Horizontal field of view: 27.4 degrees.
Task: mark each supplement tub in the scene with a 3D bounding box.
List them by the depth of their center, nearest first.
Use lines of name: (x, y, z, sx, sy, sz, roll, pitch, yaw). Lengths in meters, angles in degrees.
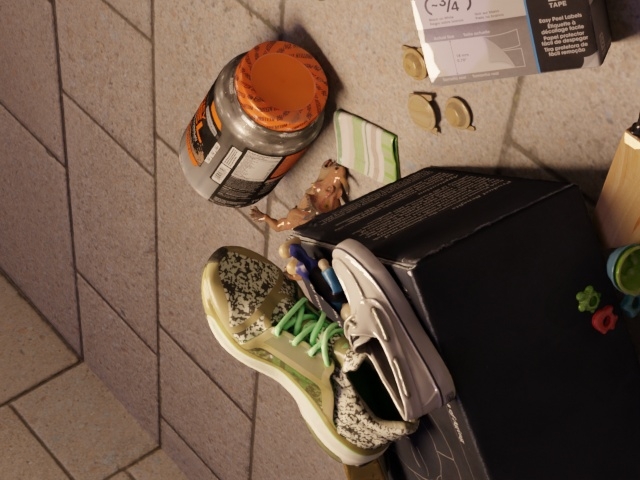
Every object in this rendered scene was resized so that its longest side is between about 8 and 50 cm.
supplement tub: (-0.121, -0.211, 2.396, 0.207, 0.207, 0.338, 56, 149, 7)

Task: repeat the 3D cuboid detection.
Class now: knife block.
knife block: (0.440, -0.117, 1.739, 0.275, 0.088, 0.242, -4, 111, 58)

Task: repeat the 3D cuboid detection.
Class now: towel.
towel: (0.080, -0.159, 2.318, 0.152, 0.023, 0.113, 29, 139, 42)

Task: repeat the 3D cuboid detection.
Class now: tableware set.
tableware set: (0.180, -0.241, 2.097, 0.141, 0.020, 0.169, 20, 133, 51)

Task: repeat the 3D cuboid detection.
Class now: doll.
doll: (0.011, 0.070, 1.956, 0.189, 0.046, 0.129, 42, 162, 45)

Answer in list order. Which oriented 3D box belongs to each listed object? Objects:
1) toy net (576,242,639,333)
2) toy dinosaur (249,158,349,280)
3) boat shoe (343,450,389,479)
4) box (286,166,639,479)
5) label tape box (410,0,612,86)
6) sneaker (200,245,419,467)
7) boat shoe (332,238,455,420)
toy net: (0.448, 0.097, 1.813, 0.232, 0.122, 0.045, 37, 172, -36)
toy dinosaur: (0.000, 0.000, 2.488, 0.200, 0.127, 0.296, 9, 128, 46)
boat shoe: (0.062, 0.319, 2.108, 0.073, 0.080, 0.224, -80, -25, -63)
box: (0.230, 0.165, 2.016, 0.480, 0.297, 0.471, 69, 163, -14)
label tape box: (0.229, -0.383, 1.717, 0.240, 0.106, 0.334, -4, 116, 26)
sneaker: (0.003, 0.151, 1.909, 0.410, 0.158, 0.182, 46, 145, -14)
boat shoe: (0.077, 0.121, 1.775, 0.268, 0.088, 0.096, 59, 162, 14)
